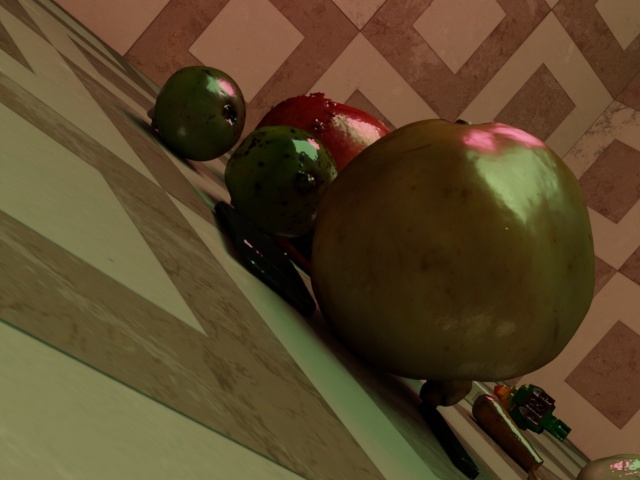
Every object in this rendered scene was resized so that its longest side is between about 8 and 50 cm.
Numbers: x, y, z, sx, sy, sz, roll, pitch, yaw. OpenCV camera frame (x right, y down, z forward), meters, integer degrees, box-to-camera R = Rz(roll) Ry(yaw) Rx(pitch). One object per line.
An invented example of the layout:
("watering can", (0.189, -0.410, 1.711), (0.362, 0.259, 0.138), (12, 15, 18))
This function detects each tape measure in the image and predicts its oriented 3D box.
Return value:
("tape measure", (0.000, 0.001, 1.748), (0.253, 0.114, 0.260), (41, 7, -2))

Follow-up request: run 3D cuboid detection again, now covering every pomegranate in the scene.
("pomegranate", (0.179, 0.033, 1.252), (0.411, 0.411, 0.411), (41, 3, -3))
("pomegranate", (-0.080, -0.087, 1.571), (0.198, 0.246, 0.198), (24, 48, -29))
("pomegranate", (-0.249, -0.236, 1.739), (0.179, 0.210, 0.179), (-18, 90, -71))

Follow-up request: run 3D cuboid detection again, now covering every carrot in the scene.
("carrot", (0.327, 0.339, 1.605), (0.055, 0.055, 0.161), (37, 12, -52))

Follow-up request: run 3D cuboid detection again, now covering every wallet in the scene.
("wallet", (-0.081, 0.018, 1.293), (0.146, 0.030, 0.285), (44, 1, -17))

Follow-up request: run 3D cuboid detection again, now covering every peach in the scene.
("peach", (0.014, -0.161, 2.064), (0.370, 0.370, 0.370), (41, 3, -3))

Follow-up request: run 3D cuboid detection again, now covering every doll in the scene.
("doll", (0.494, 0.402, 2.185), (0.134, 0.106, 0.186), (45, -15, -24))

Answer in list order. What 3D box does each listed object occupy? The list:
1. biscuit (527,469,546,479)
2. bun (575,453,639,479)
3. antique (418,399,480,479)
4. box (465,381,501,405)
("biscuit", (0.368, 0.412, 1.303), (0.131, 0.026, 0.237), (39, 4, -4))
("bun", (0.643, 0.513, 1.757), (0.293, 0.187, 0.293), (39, 6, -5))
("antique", (0.159, 0.247, 1.150), (0.031, 0.015, 0.192), (40, 3, -13))
("box", (0.302, 0.299, 1.889), (0.152, 0.048, 0.100), (39, 1, 5))
